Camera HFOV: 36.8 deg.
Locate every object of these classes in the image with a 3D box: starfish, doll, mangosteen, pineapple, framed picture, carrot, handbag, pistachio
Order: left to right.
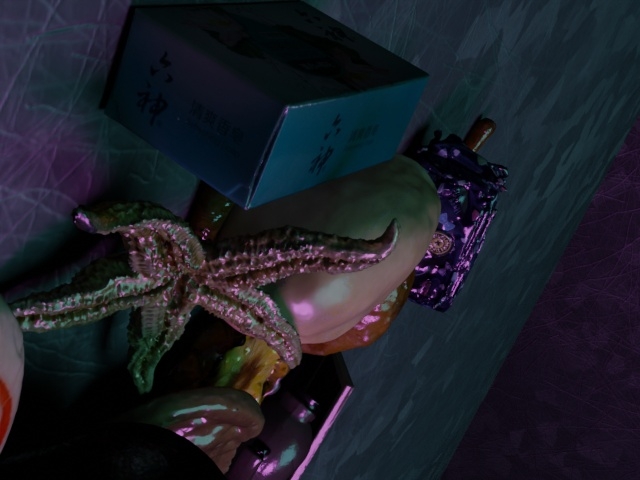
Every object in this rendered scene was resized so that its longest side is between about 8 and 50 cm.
[{"bbox_3d":[-0.205,0.305,0.842,0.300,0.300,0.300,-46,158,-25],"label":"mangosteen"},{"bbox_3d":[-0.129,0.048,0.824,0.347,0.078,0.358,2,152,-34],"label":"starfish"},{"bbox_3d":[-0.118,-0.008,0.951,0.165,0.036,0.036,-61,160,19],"label":"carrot"},{"bbox_3d":[-0.114,0.156,1.139,0.225,0.076,0.225,-39,152,-25],"label":"pineapple"},{"bbox_3d":[-0.096,0.323,1.382,0.257,0.117,0.182,-56,168,-10],"label":"doll"},{"bbox_3d":[-0.026,0.290,1.498,0.250,0.016,0.184,-60,-166,12],"label":"framed picture"},{"bbox_3d":[0.000,0.000,1.039,0.299,0.187,0.187,-40,154,-40],"label":"pistachio"},{"bbox_3d":[0.159,-0.020,1.392,0.260,0.162,0.113,-67,171,27],"label":"handbag"},{"bbox_3d":[0.249,-0.159,1.561,0.093,0.032,0.032,-54,160,8],"label":"carrot"}]

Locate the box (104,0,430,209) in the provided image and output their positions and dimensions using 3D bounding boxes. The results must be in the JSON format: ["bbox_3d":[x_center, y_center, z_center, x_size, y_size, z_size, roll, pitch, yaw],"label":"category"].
[{"bbox_3d":[-0.035,-0.122,0.794,0.245,0.153,0.092,-26,145,-56],"label":"box"}]

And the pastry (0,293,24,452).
[{"bbox_3d":[-0.300,0.109,0.581,0.265,0.133,0.265,-41,153,-26],"label":"pastry"}]

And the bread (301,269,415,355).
[{"bbox_3d":[0.054,0.059,1.297,0.129,0.134,0.260,-27,145,-55],"label":"bread"}]

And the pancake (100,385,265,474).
[{"bbox_3d":[-0.168,0.233,1.045,0.236,0.042,0.222,-39,146,26],"label":"pancake"}]
